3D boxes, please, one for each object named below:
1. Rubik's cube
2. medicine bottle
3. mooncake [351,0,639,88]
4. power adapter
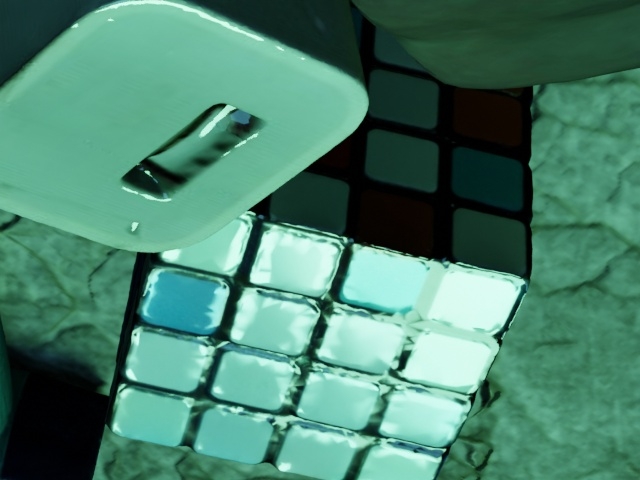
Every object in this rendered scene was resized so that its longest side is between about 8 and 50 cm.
[{"bbox_3d":[0.000,0.000,0.862,0.155,0.151,0.154,12,134,-7],"label":"Rubik's cube"},{"bbox_3d":[-0.181,0.042,0.964,0.124,0.079,0.258,2,133,8],"label":"medicine bottle"},{"bbox_3d":[0.069,-0.198,0.586,0.154,0.306,0.306,-11,131,17],"label":"mooncake"},{"bbox_3d":[-0.072,-0.120,0.723,0.125,0.205,0.130,20,139,-39],"label":"power adapter"}]
